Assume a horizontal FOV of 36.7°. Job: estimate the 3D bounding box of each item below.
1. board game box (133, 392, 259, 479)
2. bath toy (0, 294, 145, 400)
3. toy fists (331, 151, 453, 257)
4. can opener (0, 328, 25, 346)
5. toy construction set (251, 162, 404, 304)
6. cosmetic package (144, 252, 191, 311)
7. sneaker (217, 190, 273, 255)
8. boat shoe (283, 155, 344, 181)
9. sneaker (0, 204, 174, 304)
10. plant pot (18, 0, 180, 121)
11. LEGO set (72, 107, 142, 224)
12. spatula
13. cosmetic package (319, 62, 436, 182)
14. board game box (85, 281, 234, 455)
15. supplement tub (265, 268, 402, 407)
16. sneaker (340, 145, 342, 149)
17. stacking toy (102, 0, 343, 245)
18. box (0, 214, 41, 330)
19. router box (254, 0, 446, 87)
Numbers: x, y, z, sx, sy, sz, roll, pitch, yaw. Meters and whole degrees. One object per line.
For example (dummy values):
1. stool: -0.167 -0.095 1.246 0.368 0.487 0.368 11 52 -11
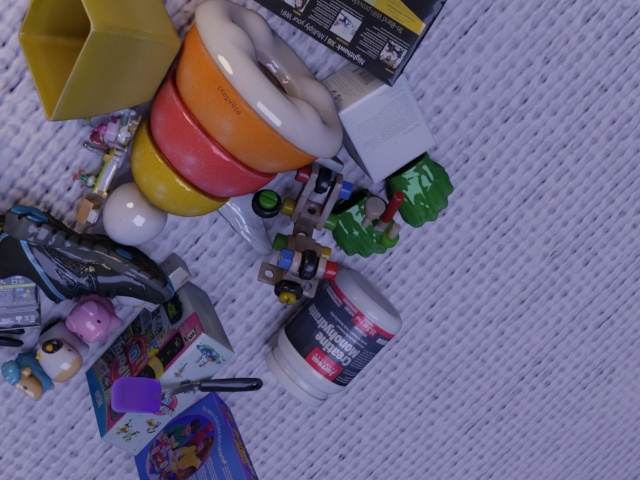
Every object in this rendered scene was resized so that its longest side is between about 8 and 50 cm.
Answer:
1. board game box: -0.266 0.519 2.096 0.233 0.347 0.078 -35 126 1
2. bath toy: -0.472 0.163 1.918 0.348 0.151 0.129 -43 136 4
3. toy fists: 0.151 -0.070 2.067 0.279 0.096 0.142 -33 113 1
4. can opener: -0.680 0.180 1.913 0.186 0.073 0.059 5 79 -28
5. toy construction set: 0.000 0.000 1.943 0.308 0.258 0.237 -7 153 -19
6. cosmetic package: -0.325 0.086 1.988 0.115 0.060 0.041 -39 127 6
7. sneaker: -0.145 -0.056 1.970 0.094 0.080 0.212 -44 125 -6
8. boat shoe: -0.058 -0.166 1.931 0.227 0.079 0.081 23 110 -31
9. sneaker: -0.442 0.056 1.806 0.340 0.125 0.140 24 100 -16
10. plant pot: -0.362 -0.338 1.615 0.187 0.212 0.212 -1 142 -40
11. LEGO set: -0.418 -0.161 1.779 0.107 0.132 0.287 24 136 -12
12. spatula: -0.256 0.290 1.881 0.296 0.030 0.084 -4 117 -19
13. cosmetic package: 0.107 -0.246 1.905 0.151 0.151 0.184 -32 125 -2
14. board game box: -0.337 0.253 1.983 0.303 0.224 0.097 -47 126 9
15. supplement tub: 0.028 0.214 2.127 0.191 0.191 0.272 36 102 -34
16. sneaker: -0.001 -0.223 1.937 0.042 0.067 0.118 -39 140 9
17. stacking toy: -0.230 -0.166 1.748 0.480 0.351 0.350 -39 127 19
18. box: -0.667 0.066 1.811 0.270 0.060 0.216 -5 108 -20
19. router box: 0.065 -0.458 1.719 0.308 0.081 0.243 32 106 -2
